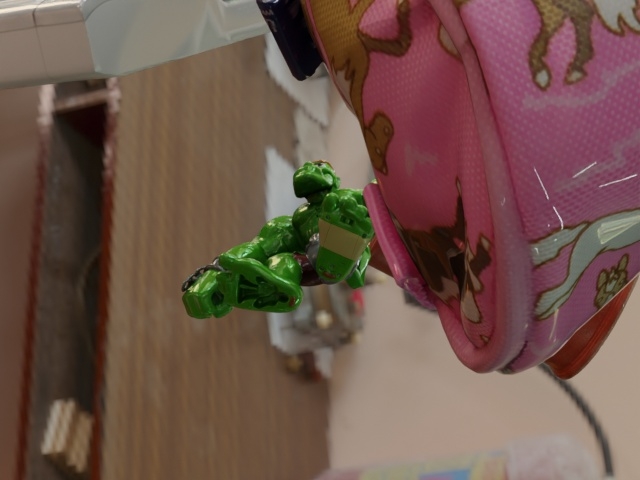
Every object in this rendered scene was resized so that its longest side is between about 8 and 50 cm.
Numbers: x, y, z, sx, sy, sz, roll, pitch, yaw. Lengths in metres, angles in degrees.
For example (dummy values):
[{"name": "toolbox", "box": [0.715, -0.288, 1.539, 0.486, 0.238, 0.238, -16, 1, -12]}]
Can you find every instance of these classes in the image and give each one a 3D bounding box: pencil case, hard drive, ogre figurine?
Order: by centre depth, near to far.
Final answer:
[{"name": "pencil case", "box": [0.181, -0.106, 0.445, 0.160, 0.386, 0.167, 68, -11, -21]}, {"name": "hard drive", "box": [-0.177, -0.125, 0.850, 0.233, 0.353, 0.047, -27, 110, -49]}, {"name": "ogre figurine", "box": [0.000, 0.000, 1.044, 0.097, 0.197, 0.118, 46, 25, -5]}]

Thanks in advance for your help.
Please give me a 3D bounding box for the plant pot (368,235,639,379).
[{"name": "plant pot", "box": [0.201, -0.020, 1.606, 0.272, 0.265, 0.272, -157, -90, -87]}]
